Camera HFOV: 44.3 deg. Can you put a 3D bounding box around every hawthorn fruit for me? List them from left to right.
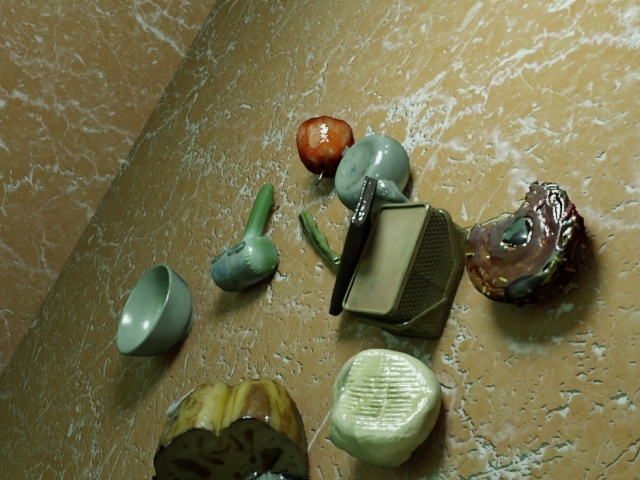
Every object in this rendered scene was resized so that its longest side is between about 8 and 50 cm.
[{"bbox_3d":[0.010,-0.228,2.035,0.157,0.157,0.193,-20,54,46],"label":"hawthorn fruit"}]

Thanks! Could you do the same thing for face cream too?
[{"bbox_3d":[-0.371,0.441,2.111,0.130,0.034,0.034,-38,37,31],"label":"face cream"}]

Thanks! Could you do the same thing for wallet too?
[{"bbox_3d":[0.072,0.015,1.671,0.309,0.042,0.165,100,-169,-47],"label":"wallet"}]

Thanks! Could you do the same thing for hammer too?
[{"bbox_3d":[-0.181,-0.021,2.179,0.206,0.119,0.335,-23,40,43],"label":"hammer"}]

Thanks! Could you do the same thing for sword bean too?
[{"bbox_3d":[0.000,0.001,1.966,0.269,0.038,0.043,-126,46,-56],"label":"sword bean"}]

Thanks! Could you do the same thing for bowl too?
[{"bbox_3d":[-0.466,0.224,2.319,0.289,0.146,0.289,-35,39,36],"label":"bowl"}]

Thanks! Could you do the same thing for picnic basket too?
[{"bbox_3d":[0.175,0.062,1.571,0.165,0.139,0.266,-1,63,54],"label":"picnic basket"}]

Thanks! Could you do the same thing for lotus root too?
[{"bbox_3d":[-0.189,0.407,1.662,0.316,0.316,0.250,-43,27,24],"label":"lotus root"}]

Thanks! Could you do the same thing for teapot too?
[{"bbox_3d":[0.126,-0.150,1.834,0.193,0.130,0.294,-53,30,10],"label":"teapot"}]

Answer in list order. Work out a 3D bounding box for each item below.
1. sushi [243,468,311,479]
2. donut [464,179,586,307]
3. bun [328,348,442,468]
[{"bbox_3d":[-0.114,0.583,1.508,0.350,0.171,0.210,-45,36,22],"label":"sushi"},{"bbox_3d":[0.369,0.016,1.383,0.230,0.096,0.216,-46,36,20],"label":"donut"},{"bbox_3d":[0.116,0.315,1.450,0.230,0.145,0.229,-10,40,9],"label":"bun"}]
